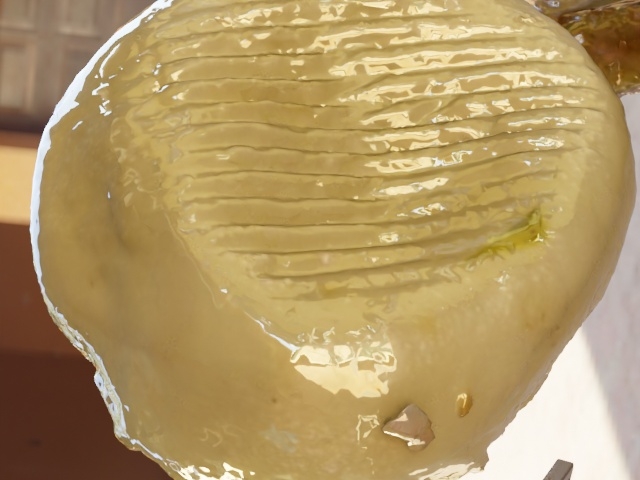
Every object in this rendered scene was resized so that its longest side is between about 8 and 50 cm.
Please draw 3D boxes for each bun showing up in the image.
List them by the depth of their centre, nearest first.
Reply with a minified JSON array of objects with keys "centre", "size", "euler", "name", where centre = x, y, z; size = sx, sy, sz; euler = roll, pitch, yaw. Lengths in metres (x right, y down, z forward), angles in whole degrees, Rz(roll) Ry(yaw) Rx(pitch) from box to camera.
[{"centre":[0.000,0.000,0.721],"size":[0.160,0.259,0.259],"euler":[103,171,-55],"name":"bun"}]

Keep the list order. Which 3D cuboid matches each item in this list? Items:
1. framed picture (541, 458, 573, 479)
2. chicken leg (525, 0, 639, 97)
[{"centre":[0.142,0.332,1.320],"size":[0.211,0.020,0.289],"euler":[-20,-56,-72],"name":"framed picture"},{"centre":[0.257,-0.106,0.788],"size":[0.140,0.361,0.211],"euler":[51,-159,-37],"name":"chicken leg"}]
